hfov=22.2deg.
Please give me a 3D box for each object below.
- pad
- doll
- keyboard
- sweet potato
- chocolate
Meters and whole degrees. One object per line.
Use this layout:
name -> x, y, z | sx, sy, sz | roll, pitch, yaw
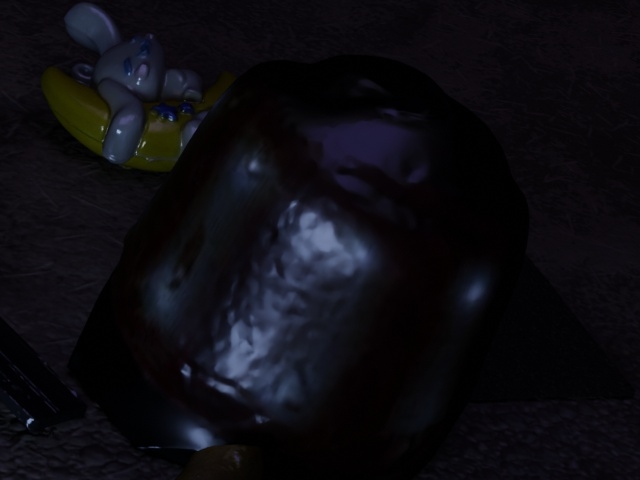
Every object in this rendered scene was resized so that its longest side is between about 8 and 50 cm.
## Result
pad -> 0.174, 0.068, 1.761 | 0.220, 0.004, 0.330 | 2, 33, -26
doll -> -0.198, -0.164, 1.836 | 0.237, 0.111, 0.252 | 15, 39, -4
keyboard -> -0.305, 0.072, 1.416 | 0.250, 0.017, 0.087 | 42, 21, 16
sweet potato -> -0.110, 0.242, 1.251 | 0.077, 0.077, 0.244 | 23, 38, 9
chocolate -> 0.000, 0.000, 1.458 | 0.383, 0.331, 0.384 | 13, 32, -8
